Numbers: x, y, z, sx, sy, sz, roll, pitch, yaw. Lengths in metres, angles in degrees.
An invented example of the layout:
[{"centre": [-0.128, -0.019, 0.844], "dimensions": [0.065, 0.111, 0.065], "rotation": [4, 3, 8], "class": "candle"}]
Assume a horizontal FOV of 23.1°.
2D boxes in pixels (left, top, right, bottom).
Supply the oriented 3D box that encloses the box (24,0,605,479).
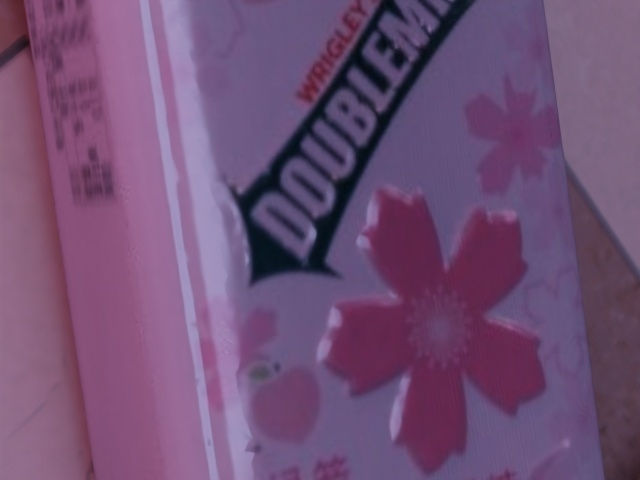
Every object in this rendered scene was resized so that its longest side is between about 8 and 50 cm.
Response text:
[{"centre": [0.000, 0.000, 0.579], "dimensions": [0.190, 0.112, 0.369], "rotation": [-9, 96, -30], "class": "box"}]
